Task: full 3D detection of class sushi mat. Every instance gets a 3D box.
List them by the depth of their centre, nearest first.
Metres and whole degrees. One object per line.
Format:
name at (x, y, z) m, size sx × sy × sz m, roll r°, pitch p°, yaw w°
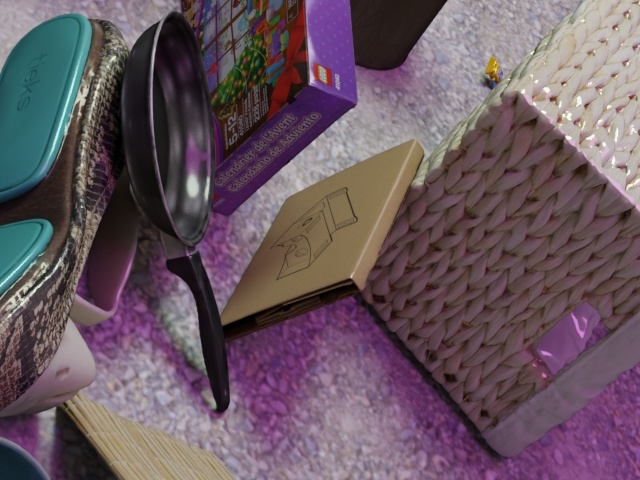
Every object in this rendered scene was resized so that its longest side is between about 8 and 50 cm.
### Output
sushi mat at (-0.089, 0.190, 1.256) m, size 0.151 × 0.316 × 0.019 m, roll 27°, pitch 91°, yaw -26°

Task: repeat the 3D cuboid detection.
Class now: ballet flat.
ballet flat at (-0.226, 0.018, 1.342) m, size 0.182 × 0.164 × 0.483 m, roll 57°, pitch 33°, yaw -32°

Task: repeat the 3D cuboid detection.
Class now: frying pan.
frying pan at (-0.115, -0.038, 1.459) m, size 0.197 × 0.053 × 0.326 m, roll -77°, pitch 161°, yaw -57°

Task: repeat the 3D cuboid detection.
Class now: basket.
basket at (0.240, -0.030, 1.638) m, size 0.266 × 0.328 × 0.331 m, roll 43°, pitch 42°, yaw -1°
basket at (0.079, -0.316, 1.774) m, size 0.204 × 0.227 × 0.154 m, roll 36°, pitch 43°, yaw -14°

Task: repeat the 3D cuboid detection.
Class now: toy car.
toy car at (0.216, -0.150, 1.903) m, size 0.040 × 0.060 × 0.122 m, roll 53°, pitch 36°, yaw -49°

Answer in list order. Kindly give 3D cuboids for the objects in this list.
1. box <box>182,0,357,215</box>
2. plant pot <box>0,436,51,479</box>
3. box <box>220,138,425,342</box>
box at (-0.054, -0.196, 1.591) m, size 0.057 × 0.201 × 0.293 m, roll 20°, pitch 49°, yaw -30°
plant pot at (-0.305, 0.249, 1.024) m, size 0.290 × 0.195 × 0.290 m, roll 5°, pitch 90°, yaw -67°
box at (0.000, 0.000, 1.525) m, size 0.021 × 0.164 × 0.201 m, roll 51°, pitch 39°, yaw -22°
